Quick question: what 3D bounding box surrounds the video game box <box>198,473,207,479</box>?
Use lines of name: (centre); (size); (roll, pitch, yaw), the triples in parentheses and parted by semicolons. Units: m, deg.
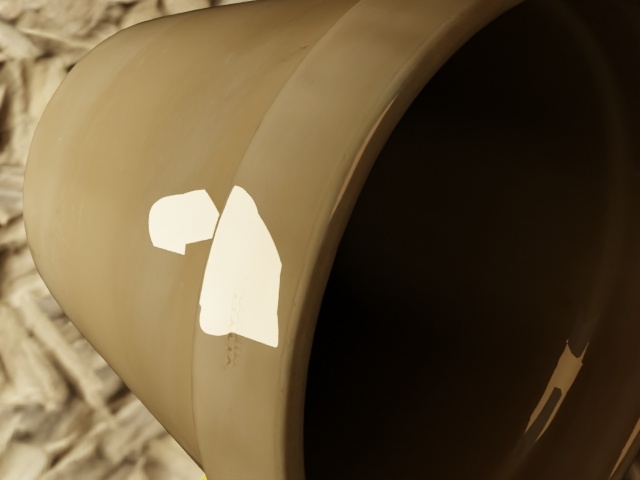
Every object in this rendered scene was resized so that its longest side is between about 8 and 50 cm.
video game box: (-0.037, 0.237, 0.664); (0.205, 0.048, 0.187); (35, 72, 27)

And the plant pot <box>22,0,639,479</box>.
plant pot: (0.000, 0.000, 0.681); (0.280, 0.323, 0.323); (19, 62, 39)
